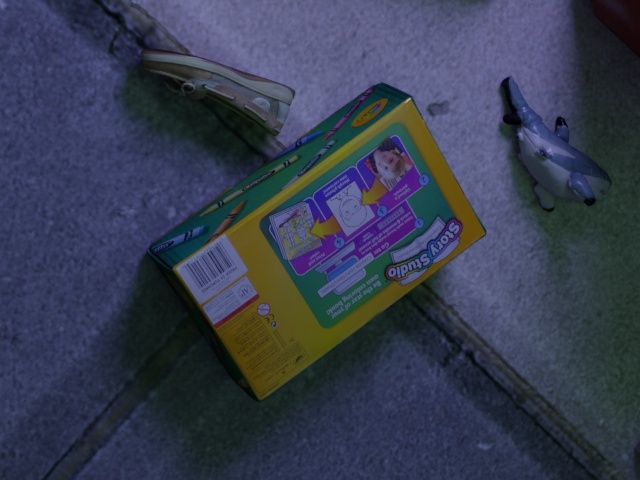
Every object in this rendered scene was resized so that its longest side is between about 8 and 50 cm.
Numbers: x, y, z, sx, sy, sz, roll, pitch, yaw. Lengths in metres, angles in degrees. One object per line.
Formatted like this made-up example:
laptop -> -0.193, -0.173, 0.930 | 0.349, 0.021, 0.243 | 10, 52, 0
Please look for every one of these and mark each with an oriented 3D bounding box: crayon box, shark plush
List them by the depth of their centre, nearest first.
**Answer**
crayon box -> 0.000, 0.000, 1.574 | 0.278, 0.081, 0.165 | -36, 116, -10
shark plush -> 0.227, -0.095, 1.678 | 0.161, 0.073, 0.067 | 46, 64, -7

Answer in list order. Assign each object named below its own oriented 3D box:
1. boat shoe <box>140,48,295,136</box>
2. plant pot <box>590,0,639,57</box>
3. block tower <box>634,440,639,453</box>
boat shoe -> -0.095, -0.135, 1.510 | 0.153, 0.056, 0.048 | 15, 94, -34
plant pot -> 0.396, -0.231, 1.554 | 0.272, 0.265, 0.272 | -14, 125, -21
block tower -> 0.471, 0.132, 1.811 | 0.091, 0.097, 0.335 | 32, 89, -27
